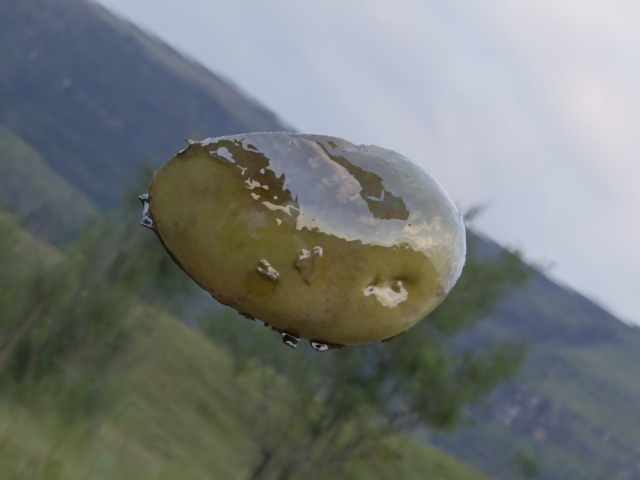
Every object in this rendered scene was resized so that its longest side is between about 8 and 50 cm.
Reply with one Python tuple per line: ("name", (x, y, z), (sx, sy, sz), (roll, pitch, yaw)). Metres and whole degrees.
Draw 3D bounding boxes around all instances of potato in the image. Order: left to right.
("potato", (0.000, 0.000, 1.254), (0.243, 0.138, 0.098), (2, -33, -18))
